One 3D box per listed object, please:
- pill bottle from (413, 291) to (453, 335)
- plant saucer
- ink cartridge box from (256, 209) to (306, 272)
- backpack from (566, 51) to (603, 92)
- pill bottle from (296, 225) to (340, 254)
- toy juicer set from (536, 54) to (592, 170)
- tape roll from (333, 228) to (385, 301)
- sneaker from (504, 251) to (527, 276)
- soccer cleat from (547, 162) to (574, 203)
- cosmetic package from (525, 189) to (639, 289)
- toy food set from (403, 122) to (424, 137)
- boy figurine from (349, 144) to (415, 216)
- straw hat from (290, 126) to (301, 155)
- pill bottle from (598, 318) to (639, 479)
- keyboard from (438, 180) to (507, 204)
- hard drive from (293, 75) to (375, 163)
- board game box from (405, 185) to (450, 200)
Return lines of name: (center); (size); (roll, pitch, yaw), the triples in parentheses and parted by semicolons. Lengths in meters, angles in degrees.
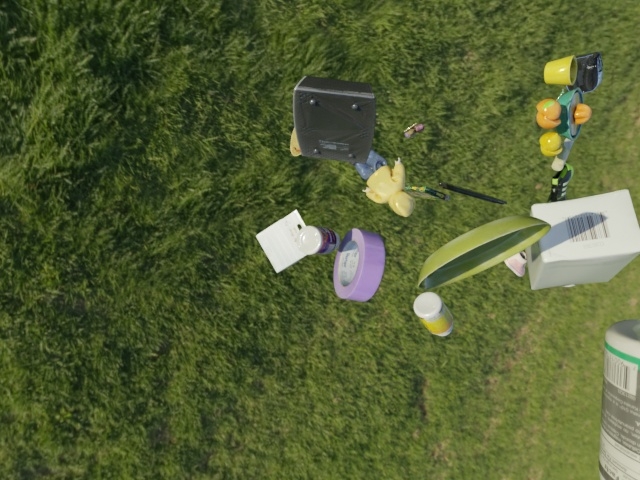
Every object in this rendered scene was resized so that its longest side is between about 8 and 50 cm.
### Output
pill bottle: (0.471, 0.310, 1.847); (0.117, 0.117, 0.215); (-45, 131, -5)
plant saucer: (0.274, 0.018, 0.782); (0.241, 0.037, 0.241); (-19, 159, -8)
ink cartridge box: (-0.135, 0.004, 1.895); (0.232, 0.189, 0.066); (-31, 177, 20)
backpack: (0.841, -0.532, 1.429); (0.084, 0.105, 0.114); (-34, 116, -36)
pill bottle: (0.000, 0.000, 1.722); (0.193, 0.108, 0.108); (1, 117, -63)
toy juicer set: (0.647, -0.296, 1.171); (0.329, 0.090, 0.209); (35, 71, -46)
tape roll: (0.145, 0.095, 1.743); (0.090, 0.275, 0.274); (12, 110, -18)
sneaker: (0.722, 0.084, 1.617); (0.070, 0.051, 0.134); (-36, 133, 28)
soccer cleat: (0.786, -0.172, 1.493); (0.072, 0.060, 0.178); (18, 90, -36)
cosmetic package: (0.676, 0.018, 1.201); (0.385, 0.217, 0.156); (38, 46, -66)
toy food set: (0.356, -0.405, 1.672); (0.078, 0.019, 0.122); (-31, 170, 28)
boy figurine: (0.229, -0.204, 1.548); (0.177, 0.285, 0.092); (-48, 163, 29)
straw hat: (-0.035, -0.327, 1.429); (0.061, 0.144, 0.144); (18, 104, -34)
pill bottle: (0.561, 0.322, 0.710); (0.204, 0.204, 0.360); (-7, 98, -34)
keyboard: (0.691, -0.223, 2.099); (0.317, 0.201, 0.033); (13, 104, -19)
hard drive: (0.032, -0.253, 0.965); (0.254, 0.172, 0.054); (85, 13, -71)
board game box: (0.452, -0.215, 2.026); (0.136, 0.260, 0.030); (15, 93, -20)
